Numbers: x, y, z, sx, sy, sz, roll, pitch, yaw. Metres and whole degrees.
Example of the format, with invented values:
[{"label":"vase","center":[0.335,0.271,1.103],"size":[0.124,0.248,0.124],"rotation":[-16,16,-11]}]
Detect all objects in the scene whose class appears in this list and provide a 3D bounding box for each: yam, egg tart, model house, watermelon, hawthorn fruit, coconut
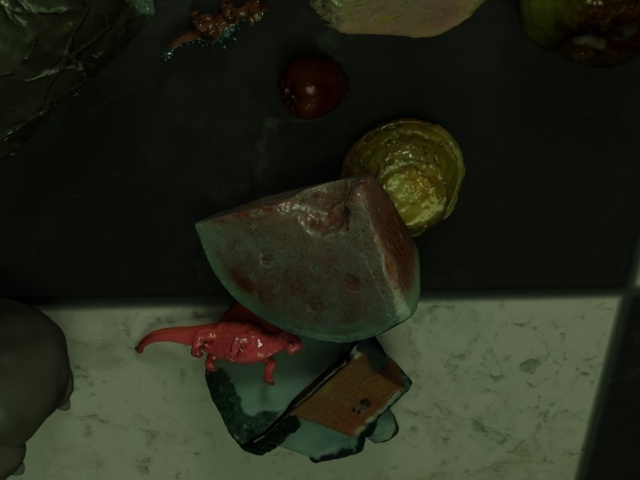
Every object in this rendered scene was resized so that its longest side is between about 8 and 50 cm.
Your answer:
[{"label":"yam","center":[-0.358,-0.251,1.205],"size":[0.241,0.241,0.348],"rotation":[37,113,-27]},{"label":"egg tart","center":[0.114,-0.076,1.479],"size":[0.191,0.074,0.191],"rotation":[-3,120,-5]},{"label":"model house","center":[0.016,0.226,1.613],"size":[0.253,0.184,0.291],"rotation":[-43,132,10]},{"label":"watermelon","center":[0.000,0.000,1.450],"size":[0.319,0.148,0.226],"rotation":[23,119,13]},{"label":"hawthorn fruit","center":[-0.004,-0.198,1.387],"size":[0.093,0.081,0.081],"rotation":[-22,128,-30]},{"label":"coconut","center":[0.075,-0.364,1.200],"size":[0.233,0.245,0.233],"rotation":[-9,156,-4]}]

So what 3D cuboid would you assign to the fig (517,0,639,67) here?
[{"label":"fig","center":[0.342,-0.310,1.317],"size":[0.181,0.181,0.191],"rotation":[27,87,-23]}]

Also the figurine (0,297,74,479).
[{"label":"figurine","center":[-0.481,0.132,1.447],"size":[0.203,0.248,0.380],"rotation":[-22,112,28]}]

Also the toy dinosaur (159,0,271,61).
[{"label":"toy dinosaur","center":[-0.133,-0.264,1.337],"size":[0.154,0.049,0.055],"rotation":[-27,125,3]}]

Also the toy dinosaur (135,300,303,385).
[{"label":"toy dinosaur","center":[-0.135,0.118,1.547],"size":[0.286,0.138,0.070],"rotation":[6,150,34]}]
